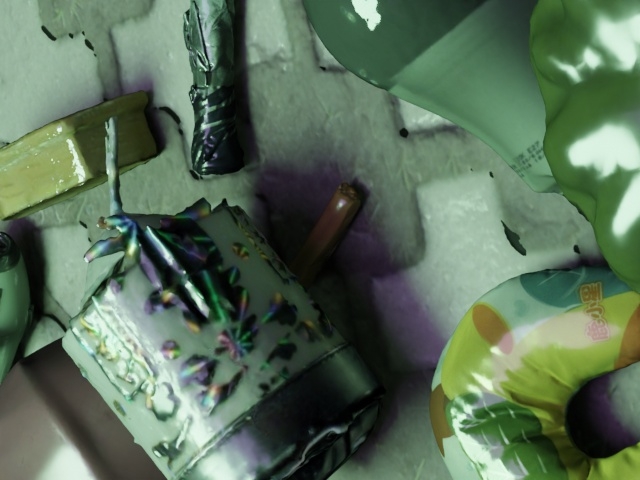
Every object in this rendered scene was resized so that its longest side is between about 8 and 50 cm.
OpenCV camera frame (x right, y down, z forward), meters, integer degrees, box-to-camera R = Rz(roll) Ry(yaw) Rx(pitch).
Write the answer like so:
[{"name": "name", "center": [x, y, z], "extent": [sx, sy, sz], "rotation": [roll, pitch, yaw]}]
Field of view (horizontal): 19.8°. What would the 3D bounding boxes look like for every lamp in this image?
[{"name": "lamp", "center": [0.105, -0.132, 1.260], "extent": [0.182, 0.182, 0.314], "rotation": [-15, 110, 44]}]

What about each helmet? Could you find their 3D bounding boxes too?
[{"name": "helmet", "center": [-0.206, 0.222, 1.610], "extent": [0.271, 0.197, 0.338], "rotation": [53, 130, 15]}]

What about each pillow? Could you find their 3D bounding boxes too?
[{"name": "pillow", "center": [0.183, 0.133, 1.308], "extent": [0.214, 0.086, 0.233], "rotation": [-39, 72, 31]}]

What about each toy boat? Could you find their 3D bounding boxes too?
[{"name": "toy boat", "center": [-0.234, -0.066, 1.611], "extent": [0.188, 0.116, 0.061], "rotation": [-21, 93, 43]}]

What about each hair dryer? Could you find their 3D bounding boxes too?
[{"name": "hair dryer", "center": [-0.334, 0.151, 1.717], "extent": [0.092, 0.267, 0.229], "rotation": [10, 143, -1]}]

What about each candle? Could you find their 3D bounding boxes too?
[{"name": "candle", "center": [-0.102, 0.062, 1.440], "extent": [0.330, 0.187, 0.187], "rotation": [52, 131, 7]}]

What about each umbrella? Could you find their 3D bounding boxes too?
[{"name": "umbrella", "center": [-0.092, -0.147, 1.503], "extent": [0.050, 0.046, 0.188], "rotation": [10, 108, 46]}]

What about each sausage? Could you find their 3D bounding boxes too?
[{"name": "sausage", "center": [0.000, 0.000, 1.472], "extent": [0.026, 0.026, 0.116], "rotation": [49, 129, 22]}]

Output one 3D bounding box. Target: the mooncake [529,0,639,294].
[{"name": "mooncake", "center": [0.296, -0.101, 1.055], "extent": [0.356, 0.194, 0.356], "rotation": [14, 111, 41]}]
